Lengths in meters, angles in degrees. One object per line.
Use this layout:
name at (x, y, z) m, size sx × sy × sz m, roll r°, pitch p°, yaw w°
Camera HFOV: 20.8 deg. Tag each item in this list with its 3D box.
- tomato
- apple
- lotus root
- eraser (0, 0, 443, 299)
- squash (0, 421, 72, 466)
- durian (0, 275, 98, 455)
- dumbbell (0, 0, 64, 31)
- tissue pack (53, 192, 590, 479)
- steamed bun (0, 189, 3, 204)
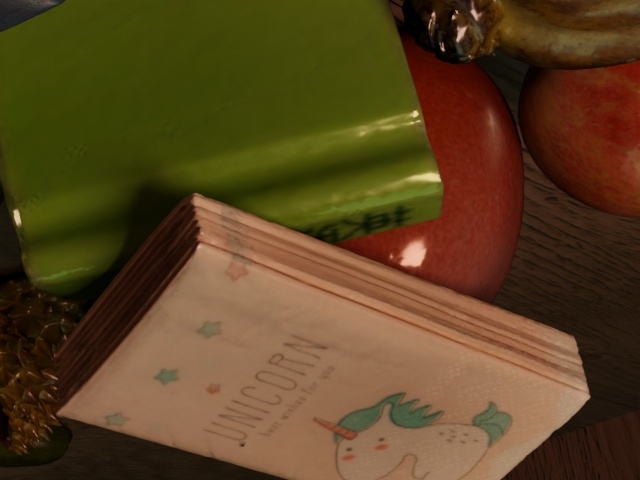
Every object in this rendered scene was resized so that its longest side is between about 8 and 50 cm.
tomato at (0.000, 0.000, 1.329) m, size 0.341 × 0.273 × 0.341 m, roll -14°, pitch 151°, yaw -8°
apple at (0.243, -0.116, 1.294) m, size 0.164 × 0.209 × 0.209 m, roll 31°, pitch 154°, yaw -3°
lotus root at (0.200, -0.191, 1.114) m, size 0.309 × 0.173 × 0.173 m, roll -12°, pitch 163°, yaw -5°
eraser at (-0.077, -0.084, 1.148) m, size 0.274 × 0.210 × 0.092 m, roll -15°, pitch 163°, yaw -2°
squash at (-0.396, 0.241, 2.136) m, size 0.080 × 0.071 × 0.318 m, roll -23°, pitch 160°, yaw 30°
durian at (-0.285, 0.111, 1.770) m, size 0.186 × 0.154 × 0.260 m, roll -37°, pitch 173°, yaw -8°
dumbbell at (-0.283, -0.144, 0.908) m, size 0.316 × 0.156 × 0.143 m, roll -19°, pitch -169°, yaw 19°
tissue pack at (0.005, 0.086, 1.149) m, size 0.325 × 0.071 × 0.170 m, roll 21°, pitch 128°, yaw -31°
steamed bun at (-0.307, -0.044, 1.260) m, size 0.175 × 0.106 × 0.145 m, roll 3°, pitch 156°, yaw -36°
